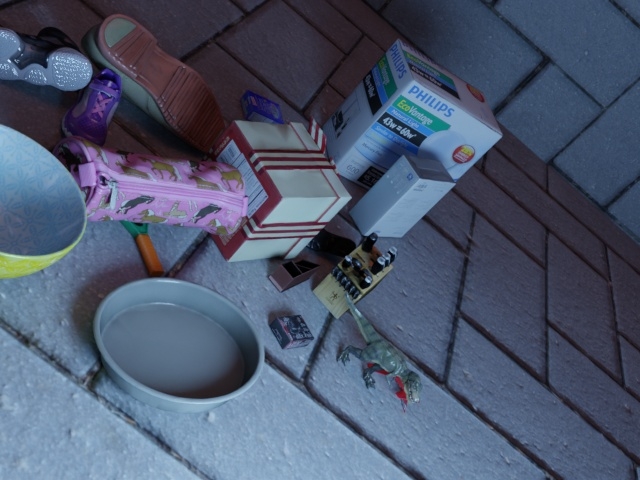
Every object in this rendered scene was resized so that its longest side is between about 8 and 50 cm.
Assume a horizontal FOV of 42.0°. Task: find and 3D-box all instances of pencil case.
[{"bbox_3d":[-0.319,-0.097,1.585,0.386,0.160,0.167,6,45,-47],"label":"pencil case"}]

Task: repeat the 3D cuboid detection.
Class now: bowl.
[{"bbox_3d":[-0.531,-0.038,1.296,0.289,0.156,0.289,31,31,-21],"label":"bowl"}]

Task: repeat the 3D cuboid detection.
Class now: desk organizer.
[{"bbox_3d":[-0.056,0.069,1.844,0.047,0.050,0.130,50,30,10],"label":"desk organizer"}]

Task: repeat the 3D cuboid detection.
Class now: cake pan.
[{"bbox_3d":[-0.241,0.178,1.409,0.293,0.054,0.293,17,33,-12],"label":"cake pan"}]

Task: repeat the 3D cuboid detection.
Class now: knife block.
[{"bbox_3d":[0.107,0.056,1.865,0.088,0.242,0.276,48,30,7],"label":"knife block"}]

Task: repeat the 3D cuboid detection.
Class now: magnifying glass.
[{"bbox_3d":[-0.358,-0.025,1.629,0.092,0.026,0.231,6,45,-47],"label":"magnifying glass"}]

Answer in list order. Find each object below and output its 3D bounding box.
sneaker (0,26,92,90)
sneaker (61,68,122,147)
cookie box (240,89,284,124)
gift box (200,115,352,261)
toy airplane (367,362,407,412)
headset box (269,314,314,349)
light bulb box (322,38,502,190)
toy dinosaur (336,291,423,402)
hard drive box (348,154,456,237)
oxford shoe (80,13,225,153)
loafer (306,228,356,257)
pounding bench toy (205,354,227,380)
[{"bbox_3d":[-0.612,-0.392,1.721,0.269,0.101,0.153,13,25,-25],"label":"sneaker"},{"bbox_3d":[-0.467,-0.282,1.740,0.095,0.104,0.236,31,33,-25],"label":"sneaker"},{"bbox_3d":[-0.159,-0.351,2.266,0.107,0.040,0.091,21,37,-35],"label":"cookie box"},{"bbox_3d":[-0.111,-0.129,1.829,0.258,0.255,0.276,-3,59,-50],"label":"gift box"},{"bbox_3d":[0.172,0.309,1.838,0.151,0.028,0.151,29,33,-21],"label":"toy airplane"},{"bbox_3d":[-0.061,0.188,1.705,0.083,0.032,0.062,-2,52,-50],"label":"headset box"},{"bbox_3d":[0.259,-0.318,2.408,0.358,0.361,0.225,24,35,-29],"label":"light bulb box"},{"bbox_3d":[0.108,0.244,1.753,0.268,0.118,0.064,51,30,14],"label":"toy dinosaur"},{"bbox_3d":[0.219,-0.113,2.229,0.181,0.232,0.089,3,48,-50],"label":"hard drive box"},{"bbox_3d":[-0.375,-0.350,1.906,0.397,0.146,0.140,49,59,-31],"label":"oxford shoe"},{"bbox_3d":[0.000,0.000,2.010,0.170,0.062,0.061,24,-4,-19],"label":"loafer"},{"bbox_3d":[-0.193,0.236,1.462,0.083,0.052,0.065,44,30,1],"label":"pounding bench toy"}]
